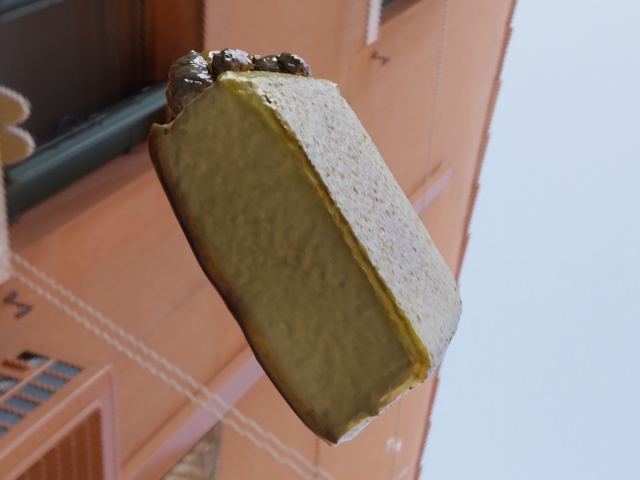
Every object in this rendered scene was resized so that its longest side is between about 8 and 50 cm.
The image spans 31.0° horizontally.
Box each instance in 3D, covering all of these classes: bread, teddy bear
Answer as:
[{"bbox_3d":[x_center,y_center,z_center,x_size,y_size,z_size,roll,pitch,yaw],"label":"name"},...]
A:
[{"bbox_3d":[0.000,0.000,1.102,0.143,0.333,0.323,-32,-92,15],"label":"bread"},{"bbox_3d":[-0.103,-0.182,1.467,0.190,0.140,0.177,0,-38,-4],"label":"teddy bear"}]
